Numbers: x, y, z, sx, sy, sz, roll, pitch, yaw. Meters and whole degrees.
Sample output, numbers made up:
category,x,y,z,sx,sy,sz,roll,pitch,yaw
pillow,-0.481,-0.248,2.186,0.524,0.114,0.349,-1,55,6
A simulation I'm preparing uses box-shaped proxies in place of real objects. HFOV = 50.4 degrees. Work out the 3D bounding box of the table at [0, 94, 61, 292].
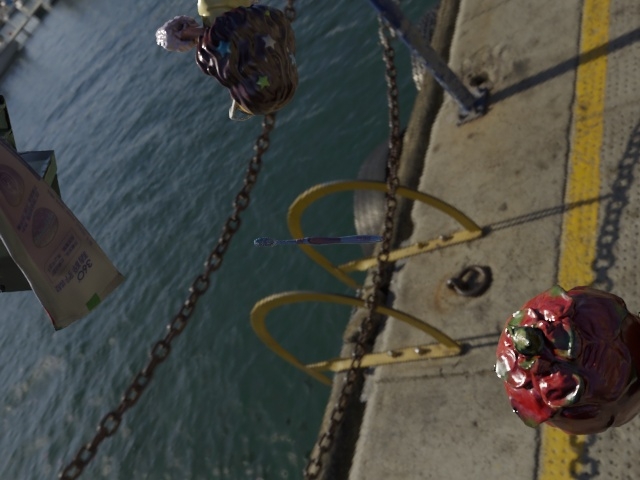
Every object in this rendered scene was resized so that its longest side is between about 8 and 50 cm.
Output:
category,x,y,z,sx,sy,sz,roll,pitch,yaw
table,-0.329,-0.057,0.738,0.062,0.175,0.146,-6,29,-10

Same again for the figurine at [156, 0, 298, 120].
category,x,y,z,sx,sy,sz,roll,pitch,yaw
figurine,-0.112,-0.278,0.895,0.174,0.240,0.116,-26,-3,-33

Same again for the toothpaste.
category,x,y,z,sx,sy,sz,roll,pitch,yaw
toothpaste,-0.239,-0.031,0.535,0.048,0.301,0.075,5,52,16

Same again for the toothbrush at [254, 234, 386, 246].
category,x,y,z,sx,sy,sz,roll,pitch,yaw
toothbrush,0.000,0.000,0.989,0.019,0.193,0.013,100,168,-76

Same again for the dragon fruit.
category,x,y,z,sx,sy,sz,roll,pitch,yaw
dragon fruit,0.332,0.155,0.877,0.193,0.274,0.192,12,84,43
